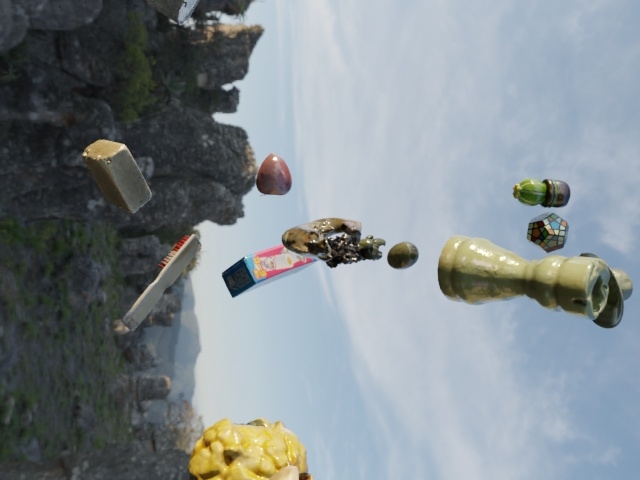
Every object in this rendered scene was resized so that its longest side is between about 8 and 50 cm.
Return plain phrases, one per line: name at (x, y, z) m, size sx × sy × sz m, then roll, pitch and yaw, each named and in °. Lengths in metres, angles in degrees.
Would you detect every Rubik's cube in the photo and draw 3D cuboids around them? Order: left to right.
Rubik's cube at (0.718, -0.025, 1.562) m, size 0.112 × 0.133 × 0.133 m, roll 96°, pitch -17°, yaw -67°

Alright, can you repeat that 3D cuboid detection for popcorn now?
popcorn at (-0.204, 0.710, 1.458) m, size 0.344 × 0.390 × 0.353 m, roll 39°, pitch -74°, yaw 46°

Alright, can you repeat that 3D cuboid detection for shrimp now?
shrimp at (0.015, -0.005, 0.889) m, size 0.254 × 0.145 × 0.059 m, roll -168°, pitch -116°, yaw -69°

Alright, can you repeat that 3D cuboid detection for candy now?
candy at (-0.162, 0.086, 1.666) m, size 0.157 × 0.306 × 0.100 m, roll -33°, pitch -99°, yaw 43°

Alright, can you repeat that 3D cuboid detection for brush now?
brush at (-0.457, 0.111, 1.414) m, size 0.321 × 0.050 × 0.060 m, roll -58°, pitch 148°, yaw -30°

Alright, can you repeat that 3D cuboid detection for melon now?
melon at (0.292, 0.055, 1.762) m, size 0.131 × 0.098 × 0.098 m, roll -39°, pitch -124°, yaw 51°

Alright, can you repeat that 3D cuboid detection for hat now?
hat at (0.916, 0.146, 1.562) m, size 0.252 × 0.110 × 0.251 m, roll 167°, pitch -90°, yaw -87°

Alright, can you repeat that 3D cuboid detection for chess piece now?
chess piece at (0.591, 0.112, 1.468) m, size 0.442 × 0.234 × 0.233 m, roll 8°, pitch -75°, yaw 48°

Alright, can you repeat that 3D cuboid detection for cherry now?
cherry at (-0.137, -0.179, 1.431) m, size 0.087 × 0.106 × 0.126 m, roll 47°, pitch -25°, yaw 48°

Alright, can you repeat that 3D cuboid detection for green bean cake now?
green bean cake at (-0.528, -0.167, 1.287) m, size 0.109 × 0.085 × 0.179 m, roll 22°, pitch -36°, yaw 29°

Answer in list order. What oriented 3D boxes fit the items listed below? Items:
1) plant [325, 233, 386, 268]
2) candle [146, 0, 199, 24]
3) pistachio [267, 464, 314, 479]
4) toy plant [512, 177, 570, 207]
plant at (0.079, 0.023, 1.157) m, size 0.087 × 0.174 × 0.085 m, roll -154°, pitch -116°, yaw -63°
candle at (-0.184, -0.414, 0.701) m, size 0.168 × 0.068 × 0.192 m, roll -67°, pitch -165°, yaw -20°
pistachio at (-0.108, 0.669, 1.102) m, size 0.214 × 0.193 × 0.318 m, roll -11°, pitch -137°, yaw 49°
toy plant at (0.687, -0.149, 1.548) m, size 0.093 × 0.163 × 0.092 m, roll 6°, pitch 90°, yaw -89°
